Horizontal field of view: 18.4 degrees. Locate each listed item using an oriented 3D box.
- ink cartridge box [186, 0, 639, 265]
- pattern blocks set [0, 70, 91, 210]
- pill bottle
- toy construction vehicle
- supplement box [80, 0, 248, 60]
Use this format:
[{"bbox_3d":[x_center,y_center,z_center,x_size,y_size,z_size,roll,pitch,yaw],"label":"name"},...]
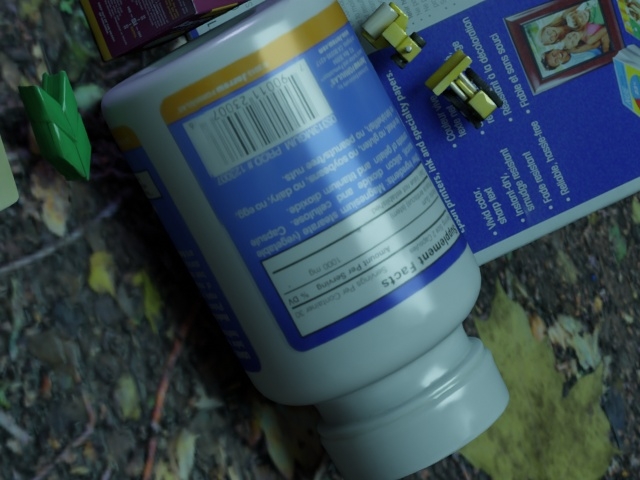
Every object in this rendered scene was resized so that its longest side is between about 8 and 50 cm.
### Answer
[{"bbox_3d":[0.079,-0.142,1.261,0.072,0.307,0.303,-102,167,-85],"label":"ink cartridge box"},{"bbox_3d":[-0.233,-0.054,0.968,0.325,0.026,0.285,-22,103,-53],"label":"pattern blocks set"},{"bbox_3d":[0.000,0.000,1.148,0.152,0.152,0.272,-40,105,-49],"label":"pill bottle"},{"bbox_3d":[0.052,-0.092,1.213,0.098,0.086,0.035,48,1,-5],"label":"toy construction vehicle"},{"bbox_3d":[-0.091,-0.142,1.161,0.055,0.083,0.043,-22,91,-49],"label":"supplement box"}]
